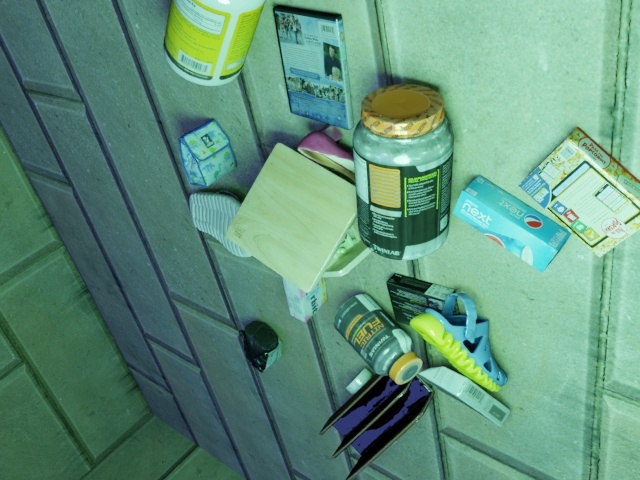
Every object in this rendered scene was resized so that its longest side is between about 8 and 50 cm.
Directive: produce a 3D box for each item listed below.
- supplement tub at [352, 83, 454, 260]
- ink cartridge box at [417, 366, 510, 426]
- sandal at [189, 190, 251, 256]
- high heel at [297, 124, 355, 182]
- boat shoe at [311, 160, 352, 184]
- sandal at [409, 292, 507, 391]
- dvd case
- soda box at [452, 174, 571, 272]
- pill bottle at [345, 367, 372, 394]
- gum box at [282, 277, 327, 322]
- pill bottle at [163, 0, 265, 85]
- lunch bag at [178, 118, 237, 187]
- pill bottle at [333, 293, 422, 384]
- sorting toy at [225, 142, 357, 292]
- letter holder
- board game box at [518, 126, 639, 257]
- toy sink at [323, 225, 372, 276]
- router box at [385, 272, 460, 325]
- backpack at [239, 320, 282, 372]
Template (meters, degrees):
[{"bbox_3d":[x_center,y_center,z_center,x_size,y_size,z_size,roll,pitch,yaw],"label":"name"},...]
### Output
[{"bbox_3d":[0.163,-0.132,1.275,0.194,0.194,0.315,26,139,31],"label":"supplement tub"},{"bbox_3d":[0.342,0.372,1.647,0.189,0.066,0.232,37,176,-29],"label":"ink cartridge box"},{"bbox_3d":[-0.273,-0.076,1.928,0.416,0.102,0.169,27,127,50],"label":"sandal"},{"bbox_3d":[0.061,-0.153,1.439,0.244,0.117,0.082,50,145,0],"label":"high heel"},{"bbox_3d":[-0.006,-0.151,1.568,0.228,0.069,0.081,27,101,23],"label":"boat shoe"},{"bbox_3d":[0.348,0.233,1.485,0.317,0.138,0.126,45,169,-32],"label":"sandal"},{"bbox_3d":[-0.014,-0.373,1.397,0.180,0.022,0.252,24,139,35],"label":"dvd case"},{"bbox_3d":[0.367,-0.034,1.251,0.210,0.067,0.071,37,144,19],"label":"soda box"},{"bbox_3d":[0.179,0.485,1.931,0.208,0.118,0.117,44,146,8],"label":"pill bottle"},{"bbox_3d":[-0.042,0.136,1.851,0.062,0.107,0.188,24,139,33],"label":"gum box"},{"bbox_3d":[-0.216,-0.499,1.355,0.188,0.188,0.334,45,146,6],"label":"pill bottle"},{"bbox_3d":[-0.314,-0.241,1.772,0.096,0.129,0.151,12,130,41],"label":"lunch bag"},{"bbox_3d":[0.154,0.260,1.675,0.246,0.131,0.130,44,150,37],"label":"pill bottle"},{"bbox_3d":[-0.047,-0.051,1.489,0.257,0.255,0.089,33,-173,23],"label":"sorting toy"},{"bbox_3d":[0.141,0.491,1.768,0.152,0.214,0.302,45,108,8],"label":"letter holder"},{"bbox_3d":[0.463,-0.079,1.116,0.193,0.045,0.146,45,146,7],"label":"board game box"},{"bbox_3d":[0.000,0.000,1.630,0.234,0.153,0.131,-5,119,52],"label":"toy sink"},{"bbox_3d":[0.255,0.162,1.591,0.179,0.046,0.133,16,134,41],"label":"router box"},{"bbox_3d":[-0.201,0.378,2.266,0.152,0.115,0.182,43,149,30],"label":"backpack"}]
